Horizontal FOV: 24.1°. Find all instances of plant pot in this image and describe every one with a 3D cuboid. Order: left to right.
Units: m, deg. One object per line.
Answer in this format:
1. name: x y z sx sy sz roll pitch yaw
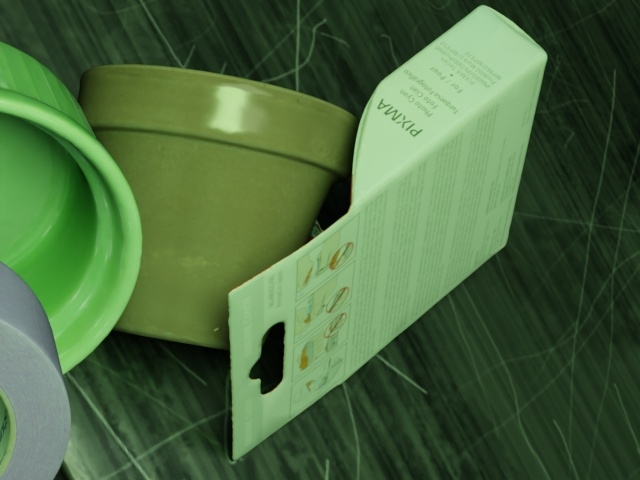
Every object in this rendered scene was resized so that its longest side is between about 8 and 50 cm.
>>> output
1. plant pot: -0.109 -0.021 1.369 0.263 0.263 0.229 11 86 -25

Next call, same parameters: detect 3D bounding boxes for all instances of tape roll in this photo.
1. tape roll: -0.335 0.128 1.153 0.275 0.275 0.090 10 30 -25

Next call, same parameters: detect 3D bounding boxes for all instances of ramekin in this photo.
1. ramekin: -0.306 -0.021 1.208 0.303 0.303 0.148 9 31 -26

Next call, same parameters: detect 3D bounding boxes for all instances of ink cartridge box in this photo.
1. ink cartridge box: 0.037 -0.001 1.392 0.385 0.308 0.091 -37 64 -24

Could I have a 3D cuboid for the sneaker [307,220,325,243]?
1. sneaker: 0.000 0.000 1.500 0.118 0.067 0.042 11 68 -25
